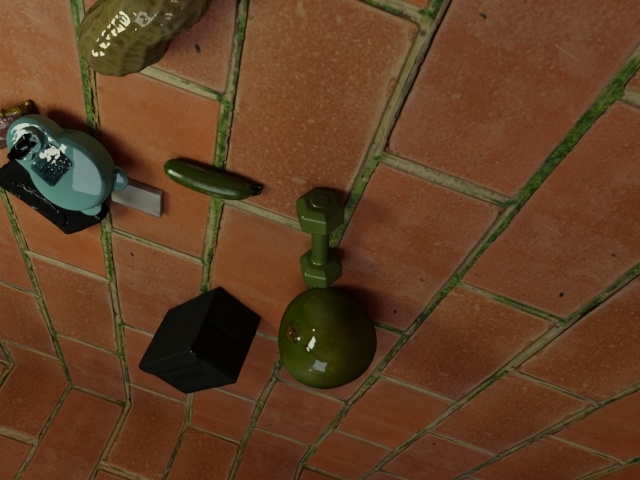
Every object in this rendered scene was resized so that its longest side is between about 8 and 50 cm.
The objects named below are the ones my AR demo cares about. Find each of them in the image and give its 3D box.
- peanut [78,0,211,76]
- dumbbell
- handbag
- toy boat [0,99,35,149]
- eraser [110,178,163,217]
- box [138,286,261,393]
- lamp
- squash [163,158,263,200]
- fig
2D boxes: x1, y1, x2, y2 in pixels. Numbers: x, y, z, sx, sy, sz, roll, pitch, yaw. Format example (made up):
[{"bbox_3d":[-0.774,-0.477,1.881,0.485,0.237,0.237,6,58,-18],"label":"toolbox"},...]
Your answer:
[{"bbox_3d":[-0.326,-0.404,1.019,0.325,0.140,0.153,-17,149,31],"label":"peanut"},{"bbox_3d":[0.000,0.000,1.407,0.108,0.121,0.302,-11,143,-9],"label":"dumbbell"},{"bbox_3d":[-0.757,-0.136,1.569,0.244,0.088,0.275,-16,133,39],"label":"handbag"},{"bbox_3d":[-0.848,-0.283,1.420,0.318,0.099,0.141,-6,177,28],"label":"toy boat"},{"bbox_3d":[-0.507,-0.124,1.530,0.150,0.023,0.104,19,143,-2],"label":"eraser"},{"bbox_3d":[-0.409,0.348,1.893,0.204,0.251,0.345,40,139,-26],"label":"box"},{"bbox_3d":[-0.641,-0.193,1.387,0.209,0.147,0.284,-37,130,23],"label":"lamp"},{"bbox_3d":[-0.270,-0.143,1.374,0.252,0.066,0.066,17,143,2],"label":"squash"},{"bbox_3d":[0.036,0.289,1.629,0.316,0.316,0.316,11,142,9],"label":"fig"}]
